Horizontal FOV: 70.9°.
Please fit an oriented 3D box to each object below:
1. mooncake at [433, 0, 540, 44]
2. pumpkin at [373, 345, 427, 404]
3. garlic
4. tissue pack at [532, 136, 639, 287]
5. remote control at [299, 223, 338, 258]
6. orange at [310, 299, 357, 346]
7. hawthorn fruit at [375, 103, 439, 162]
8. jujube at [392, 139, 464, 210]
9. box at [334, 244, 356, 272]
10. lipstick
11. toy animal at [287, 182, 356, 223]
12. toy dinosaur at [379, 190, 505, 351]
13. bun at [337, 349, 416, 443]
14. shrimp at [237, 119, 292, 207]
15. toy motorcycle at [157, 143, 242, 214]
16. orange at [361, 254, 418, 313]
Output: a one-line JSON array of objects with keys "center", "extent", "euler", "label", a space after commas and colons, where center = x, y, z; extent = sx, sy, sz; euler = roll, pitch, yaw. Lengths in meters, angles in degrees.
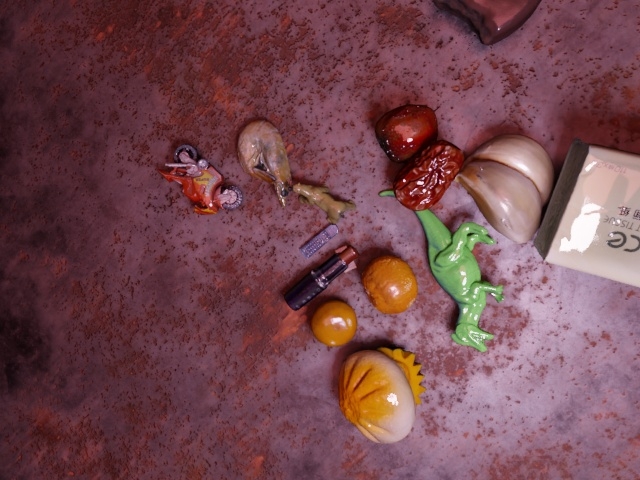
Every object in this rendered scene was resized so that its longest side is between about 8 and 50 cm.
[{"center": [0.496, -0.748, 1.327], "extent": [0.326, 0.174, 0.333], "euler": [7, 98, 11], "label": "mooncake"}, {"center": [0.252, 0.444, 1.498], "extent": [0.131, 0.149, 0.253], "euler": [-15, 102, -31], "label": "pumpkin"}, {"center": [0.566, -0.161, 1.359], "extent": [0.313, 0.286, 0.249], "euler": [43, 143, 9], "label": "garlic"}, {"center": [0.828, -0.057, 1.174], "extent": [0.405, 0.205, 0.331], "euler": [16, 110, 12], "label": "tissue pack"}, {"center": [0.000, 0.000, 1.527], "extent": [0.153, 0.027, 0.043], "euler": [-39, 94, 11], "label": "remote control"}, {"center": [0.045, 0.273, 1.491], "extent": [0.156, 0.124, 0.156], "euler": [-1, 100, -8], "label": "orange"}, {"center": [0.284, -0.352, 1.393], "extent": [0.235, 0.181, 0.181], "euler": [-40, 88, -2], "label": "hawthorn fruit"}, {"center": [0.321, -0.196, 1.343], "extent": [0.155, 0.155, 0.230], "euler": [37, 119, 4], "label": "jujube"}, {"center": [0.085, 0.063, 1.524], "extent": [0.046, 0.012, 0.083], "euler": [-25, 91, 11], "label": "box"}, {"center": [0.004, 0.122, 1.504], "extent": [0.300, 0.081, 0.081], "euler": [-41, 87, 11], "label": "lipstick"}, {"center": [0.003, -0.132, 1.478], "extent": [0.219, 0.101, 0.103], "euler": [34, 100, 5], "label": "toy animal"}, {"center": [0.362, 0.087, 1.451], "extent": [0.500, 0.144, 0.374], "euler": [24, 97, 20], "label": "toy dinosaur"}, {"center": [0.147, 0.496, 1.406], "extent": [0.165, 0.299, 0.298], "euler": [-12, 93, -31], "label": "bun"}, {"center": [-0.187, -0.253, 1.518], "extent": [0.168, 0.077, 0.316], "euler": [-17, 87, 19], "label": "shrimp"}, {"center": [-0.410, -0.193, 1.541], "extent": [0.298, 0.089, 0.171], "euler": [43, 100, 4], "label": "toy motorcycle"}, {"center": [0.222, 0.137, 1.428], "extent": [0.161, 0.193, 0.193], "euler": [-29, 89, -16], "label": "orange"}]
